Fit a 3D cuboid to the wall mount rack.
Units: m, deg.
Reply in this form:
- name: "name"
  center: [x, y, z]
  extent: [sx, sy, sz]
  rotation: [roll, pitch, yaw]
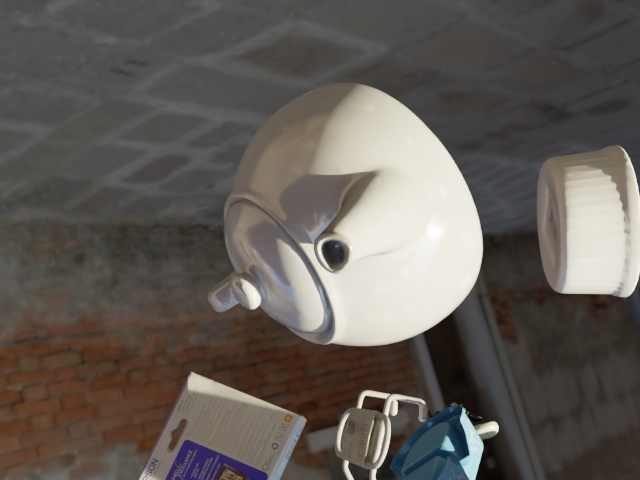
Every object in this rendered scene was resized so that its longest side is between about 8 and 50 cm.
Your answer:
- name: "wall mount rack"
  center: [0.124, 0.474, 2.155]
  extent: [0.130, 0.304, 0.350]
  rotation: [14, 171, -12]

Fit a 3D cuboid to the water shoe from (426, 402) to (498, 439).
- name: "water shoe"
  center: [0.276, 0.367, 2.068]
  extent: [0.073, 0.080, 0.203]
  rotation: [7, 161, -33]

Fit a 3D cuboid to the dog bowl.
- name: "dog bowl"
  center: [0.181, 0.386, 1.664]
  extent: [0.166, 0.074, 0.297]
  rotation: [-41, -176, 27]

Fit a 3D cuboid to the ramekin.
- name: "ramekin"
  center: [0.481, -0.031, 1.862]
  extent: [0.135, 0.277, 0.277]
  rotation: [-4, 170, 3]

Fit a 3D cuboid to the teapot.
- name: "teapot"
  center: [0.000, 0.000, 0.891]
  extent: [0.187, 0.252, 0.256]
  rotation: [-34, 140, -22]

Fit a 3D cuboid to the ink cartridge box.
- name: "ink cartridge box"
  center: [-0.156, 0.335, 1.602]
  extent: [0.208, 0.206, 0.045]
  rotation: [18, 161, 22]
